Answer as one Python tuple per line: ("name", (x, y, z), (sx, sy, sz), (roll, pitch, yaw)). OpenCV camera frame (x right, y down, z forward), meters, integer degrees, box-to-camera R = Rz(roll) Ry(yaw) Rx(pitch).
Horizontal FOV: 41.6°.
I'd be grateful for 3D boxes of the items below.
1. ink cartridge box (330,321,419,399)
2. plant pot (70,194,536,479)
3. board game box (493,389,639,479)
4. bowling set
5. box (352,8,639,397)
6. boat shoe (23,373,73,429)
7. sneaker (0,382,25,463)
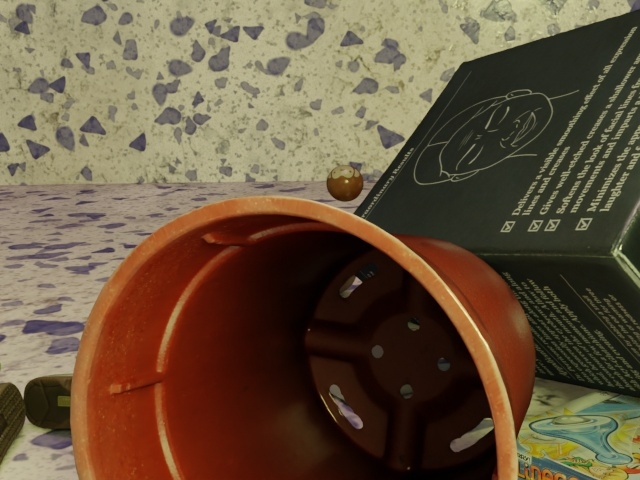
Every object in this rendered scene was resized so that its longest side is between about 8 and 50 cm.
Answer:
("ink cartridge box", (0.037, 0.119, 0.917), (0.109, 0.063, 0.150), (-10, 14, -33))
("plant pot", (0.025, 0.104, 0.579), (0.272, 0.272, 0.265), (3, 4, 24))
("board game box", (0.256, 0.171, 0.700), (0.201, 0.035, 0.136), (-11, 15, -36))
("bowling set", (0.000, 0.000, 1.197), (0.287, 0.199, 0.154), (-1, 12, 26))
("box", (0.247, -0.036, 0.809), (0.293, 0.212, 0.395), (-54, 24, -18))
("boat shoe", (-0.194, 0.153, 0.804), (0.190, 0.068, 0.072), (5, 2, 31))
("sneaker", (-0.318, 0.180, 0.729), (0.071, 0.066, 0.188), (-18, 6, 3))
